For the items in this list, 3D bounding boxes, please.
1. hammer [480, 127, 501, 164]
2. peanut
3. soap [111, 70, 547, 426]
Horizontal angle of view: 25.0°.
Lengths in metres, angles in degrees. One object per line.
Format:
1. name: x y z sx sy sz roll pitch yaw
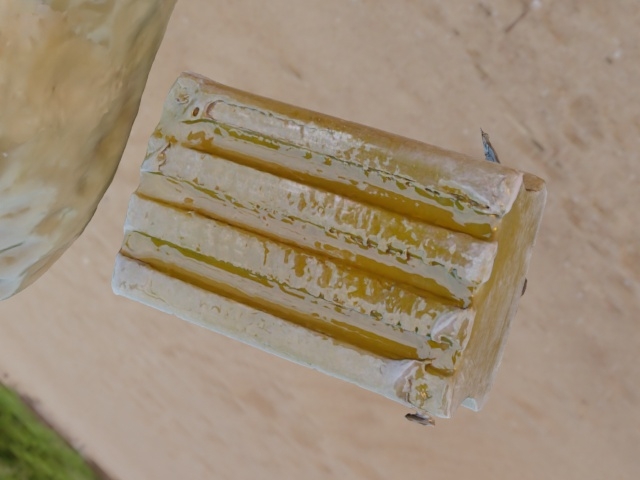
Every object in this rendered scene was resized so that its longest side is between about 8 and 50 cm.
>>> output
1. hammer: 0.023 -0.060 1.239 0.027 0.297 0.125 -107 32 -46
2. peanut: -0.152 -0.119 0.643 0.169 0.192 0.387 33 126 9
3. soap: 0.000 0.000 0.990 0.274 0.173 0.089 19 -173 25
